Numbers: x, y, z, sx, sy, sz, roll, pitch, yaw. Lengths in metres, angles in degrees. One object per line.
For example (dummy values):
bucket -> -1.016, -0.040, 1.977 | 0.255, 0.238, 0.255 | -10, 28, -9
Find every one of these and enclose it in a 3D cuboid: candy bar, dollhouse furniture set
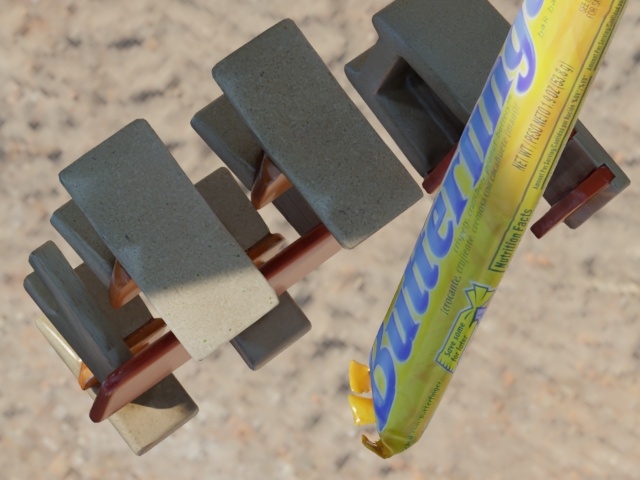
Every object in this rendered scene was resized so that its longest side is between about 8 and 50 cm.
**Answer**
candy bar -> 0.042, -0.016, 0.429 | 0.018, 0.040, 0.161 | 16, 116, -16
dollhouse furniture set -> 0.000, 0.000, 0.822 | 0.135, 0.259, 0.262 | 52, 162, 5
